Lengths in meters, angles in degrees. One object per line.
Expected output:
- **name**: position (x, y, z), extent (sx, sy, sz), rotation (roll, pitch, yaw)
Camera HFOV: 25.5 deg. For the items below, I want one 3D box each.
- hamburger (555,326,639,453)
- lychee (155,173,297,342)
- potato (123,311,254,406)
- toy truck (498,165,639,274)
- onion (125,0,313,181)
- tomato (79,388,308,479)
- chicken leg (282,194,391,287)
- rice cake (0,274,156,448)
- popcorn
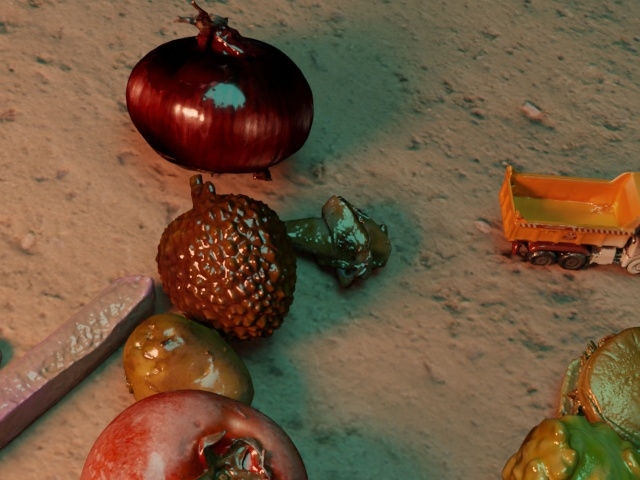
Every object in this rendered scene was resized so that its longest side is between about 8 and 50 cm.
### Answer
- **hamburger**: position (0.428, 0.226, 1.885), extent (0.215, 0.122, 0.189), rotation (22, 58, 0)
- **lychee**: position (-0.126, 0.022, 1.864), extent (0.200, 0.200, 0.238), rotation (-20, 80, -26)
- **potato**: position (-0.170, 0.171, 1.792), extent (0.176, 0.137, 0.137), rotation (50, 56, -1)
- **toy truck**: position (0.395, -0.033, 2.066), extent (0.270, 0.135, 0.114), rotation (4, 52, -10)
- **onion**: position (-0.142, -0.226, 2.014), extent (0.273, 0.285, 0.273), rotation (1, 29, -1)
- **tomato**: position (-0.152, 0.307, 1.621), extent (0.270, 0.227, 0.270), rotation (19, 49, -23)
- **chicken leg**: position (0.003, -0.006, 1.997), extent (0.196, 0.080, 0.125), rotation (22, 64, 5)
- **rice cake**: position (-0.351, 0.169, 1.783), extent (0.064, 0.070, 0.399), rotation (35, 52, 17)
- **popcorn**: position (0.304, 0.342, 1.679), extent (0.237, 0.293, 0.293), rotation (41, 55, 12)
